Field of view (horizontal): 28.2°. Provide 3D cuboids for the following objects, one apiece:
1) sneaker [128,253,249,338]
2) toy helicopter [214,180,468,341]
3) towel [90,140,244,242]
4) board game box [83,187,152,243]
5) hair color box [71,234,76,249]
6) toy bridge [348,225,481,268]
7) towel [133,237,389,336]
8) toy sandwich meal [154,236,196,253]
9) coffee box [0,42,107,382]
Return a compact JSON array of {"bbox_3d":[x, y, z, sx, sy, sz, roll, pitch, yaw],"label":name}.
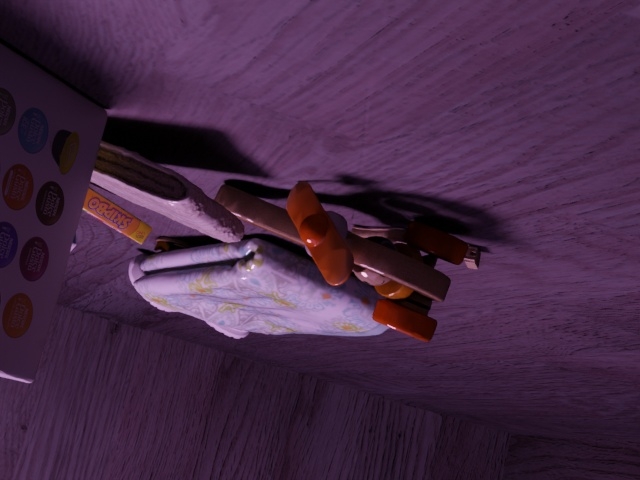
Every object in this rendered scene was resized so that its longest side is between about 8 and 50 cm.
[{"bbox_3d":[-0.232,0.083,2.445,0.281,0.105,0.115,24,132,-23],"label":"sneaker"},{"bbox_3d":[0.000,0.000,1.639,0.355,0.140,0.235,22,180,28],"label":"toy helicopter"},{"bbox_3d":[-0.239,-0.080,1.617,0.282,0.049,0.187,23,174,24],"label":"towel"},{"bbox_3d":[-0.355,-0.082,1.721,0.259,0.039,0.124,37,174,-30],"label":"board game box"},{"bbox_3d":[-0.536,-0.030,1.785,0.347,0.105,0.174,22,125,-36],"label":"hair color box"},{"bbox_3d":[0.123,0.004,1.745,0.188,0.026,0.063,10,165,19],"label":"toy bridge"},{"bbox_3d":[-0.099,0.092,2.202,0.320,0.090,0.374,21,161,-38],"label":"towel"},{"bbox_3d":[-0.256,0.018,2.247,0.085,0.029,0.085,14,168,3],"label":"toy sandwich meal"},{"bbox_3d":[-0.498,-0.059,1.416,0.338,0.338,0.334,7,167,28],"label":"coffee box"}]
